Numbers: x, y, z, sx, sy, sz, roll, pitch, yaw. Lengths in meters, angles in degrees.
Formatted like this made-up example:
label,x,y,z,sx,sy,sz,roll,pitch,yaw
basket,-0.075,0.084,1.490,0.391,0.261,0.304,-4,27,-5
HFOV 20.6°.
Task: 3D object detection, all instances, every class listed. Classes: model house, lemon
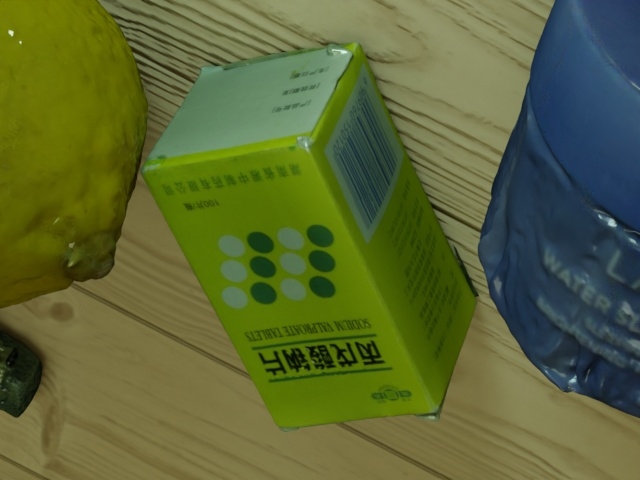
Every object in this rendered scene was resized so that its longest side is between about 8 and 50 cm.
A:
label,x,y,z,sx,sy,sz,roll,pitch,yaw
model house,-0.280,0.113,1.493,0.083,0.066,0.079,30,134,-4
lemon,-0.253,-0.085,1.184,0.322,0.268,0.268,29,133,12

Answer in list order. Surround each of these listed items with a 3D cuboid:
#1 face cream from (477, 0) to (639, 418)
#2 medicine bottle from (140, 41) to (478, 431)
label,x,y,z,sx,sy,sz,roll,pitch,yaw
face cream,0.233,-0.041,1.033,0.249,0.249,0.225,20,135,6
medicine bottle,0.000,0.000,1.237,0.137,0.141,0.250,-10,122,26
